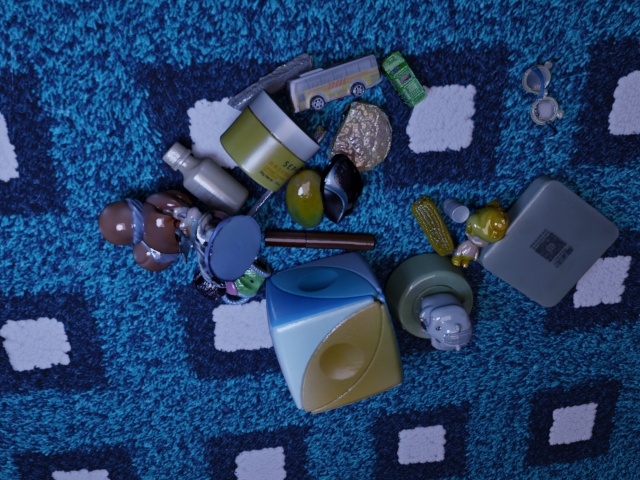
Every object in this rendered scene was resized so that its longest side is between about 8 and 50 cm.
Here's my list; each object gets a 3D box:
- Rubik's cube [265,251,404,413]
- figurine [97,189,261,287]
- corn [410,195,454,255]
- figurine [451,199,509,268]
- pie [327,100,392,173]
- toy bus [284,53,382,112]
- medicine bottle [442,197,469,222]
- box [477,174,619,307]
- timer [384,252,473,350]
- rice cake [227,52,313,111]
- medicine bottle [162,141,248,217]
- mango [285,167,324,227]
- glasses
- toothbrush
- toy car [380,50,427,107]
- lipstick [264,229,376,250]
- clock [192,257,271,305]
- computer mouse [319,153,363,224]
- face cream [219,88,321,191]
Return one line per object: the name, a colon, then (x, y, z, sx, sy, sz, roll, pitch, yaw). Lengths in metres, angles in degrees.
Rubik's cube: (0.037, 0.271, 1.422, 0.348, 0.351, 0.351, -17, 115, 0)
figurine: (-0.383, -0.008, 1.271, 0.248, 0.388, 0.276, -55, 149, -21)
corn: (0.370, -0.043, 1.485, 0.080, 0.080, 0.231, -32, 112, 6)
figurine: (0.510, -0.015, 1.468, 0.157, 0.131, 0.246, 13, 127, -25)
pie: (0.126, -0.298, 1.365, 0.185, 0.052, 0.218, 22, 106, -15)
toy bus: (0.032, -0.432, 1.259, 0.269, 0.092, 0.106, -21, 116, -9)
medicine bottle: (0.432, -0.098, 1.464, 0.058, 0.091, 0.058, -3, 112, -6)
box: (0.769, 0.012, 1.558, 0.373, 0.090, 0.367, 31, 106, -19)
timer: (0.382, 0.230, 1.471, 0.291, 0.315, 0.290, -2, 112, -5)
rice cake: (-0.137, -0.437, 1.274, 0.270, 0.048, 0.055, -31, 149, 5)
medicine bottle: (-0.334, -0.178, 1.318, 0.252, 0.114, 0.114, 41, 102, -20)
mango: (-0.041, -0.125, 1.397, 0.130, 0.091, 0.194, -16, 122, -6)
glasses: (0.633, -0.392, 1.329, 0.088, 0.220, 0.189, -7, 121, 38)
toothbrush: (-0.123, -0.181, 1.389, 0.042, 0.035, 0.413, 42, 101, 1)
toy car: (0.240, -0.460, 1.308, 0.071, 0.062, 0.165, -37, 112, 8)
lipstick: (0.000, 0.000, 1.466, 0.358, 0.057, 0.057, 2, 112, -9)
clock: (-0.284, 0.119, 1.454, 0.194, 0.100, 0.195, 40, 103, -21)
computer mouse: (0.068, -0.144, 1.345, 0.137, 0.097, 0.233, -51, 152, -25)
face cream: (-0.137, -0.270, 1.251, 0.179, 0.218, 0.218, -44, 111, 12)
